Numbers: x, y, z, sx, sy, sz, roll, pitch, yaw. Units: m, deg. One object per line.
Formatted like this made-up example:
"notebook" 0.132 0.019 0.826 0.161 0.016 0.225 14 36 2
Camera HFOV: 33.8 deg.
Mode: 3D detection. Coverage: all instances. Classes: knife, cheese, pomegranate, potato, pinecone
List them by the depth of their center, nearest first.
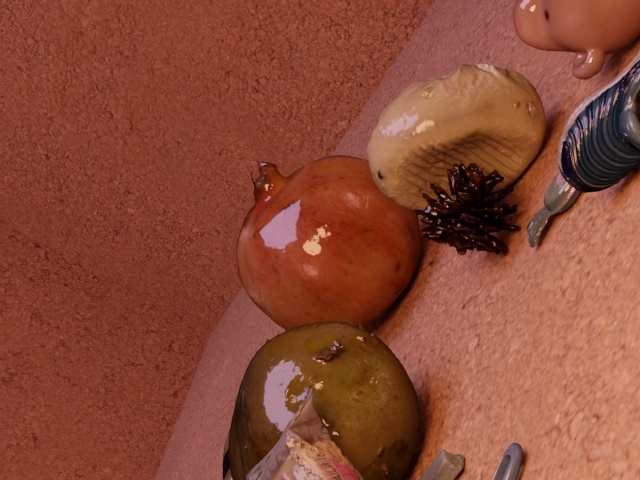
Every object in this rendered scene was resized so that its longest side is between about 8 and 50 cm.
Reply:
"knife" 0.134 0.339 1.003 0.313 0.019 0.044 -65 12 -11
"cheese" 0.287 -0.050 1.280 0.120 0.026 0.067 -57 10 27
"potato" -0.014 0.251 1.395 0.359 0.219 0.269 130 143 -60
"pinecone" 0.197 -0.041 1.398 0.140 0.140 0.120 -115 40 -79
"pomegranate" 0.000 0.000 1.774 0.338 0.338 0.338 -59 10 16

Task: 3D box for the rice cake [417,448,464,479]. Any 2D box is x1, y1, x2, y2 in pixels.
"rice cake" 0.104 0.306 1.199 0.180 0.030 0.042 -56 7 23

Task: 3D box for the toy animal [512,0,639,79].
"toy animal" 0.354 -0.347 1.363 0.221 0.229 0.210 -22 -49 -32

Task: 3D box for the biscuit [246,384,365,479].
"biscuit" 0.013 0.326 1.122 0.309 0.079 0.186 50 121 40

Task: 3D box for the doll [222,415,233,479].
"doll" -0.102 0.388 1.768 0.143 0.135 0.234 -59 13 27

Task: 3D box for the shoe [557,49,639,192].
"shoe" 0.325 -0.125 1.087 0.207 0.091 0.106 -51 8 34

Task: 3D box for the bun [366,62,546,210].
"bun" 0.189 -0.150 1.487 0.259 0.259 0.160 -53 40 40
